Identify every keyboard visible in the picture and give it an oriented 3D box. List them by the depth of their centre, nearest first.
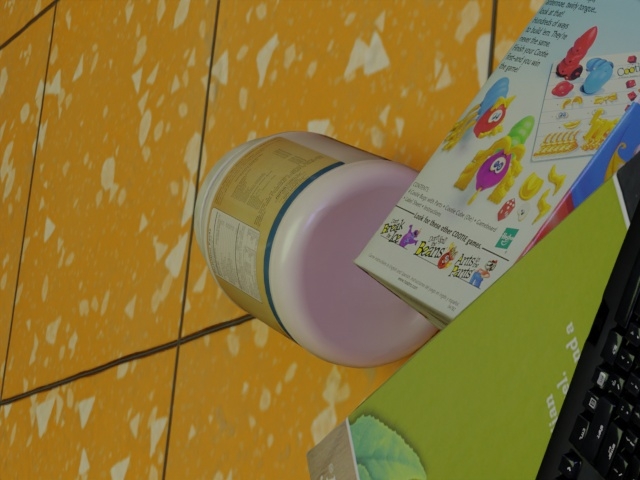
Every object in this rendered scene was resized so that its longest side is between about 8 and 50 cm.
[{"bbox_3d":[0.089,0.041,0.493,0.100,0.038,0.192,43,121,55],"label":"keyboard"}]

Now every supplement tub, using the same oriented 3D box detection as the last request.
[{"bbox_3d":[0.000,0.000,1.338,0.200,0.144,0.144,27,102,64],"label":"supplement tub"}]

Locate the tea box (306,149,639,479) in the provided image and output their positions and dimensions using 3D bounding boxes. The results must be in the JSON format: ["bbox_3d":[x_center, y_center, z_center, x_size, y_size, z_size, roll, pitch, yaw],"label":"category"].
[{"bbox_3d":[0.223,0.105,0.616,0.323,0.329,0.220,-47,45,47],"label":"tea box"}]

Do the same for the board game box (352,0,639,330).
[{"bbox_3d":[0.171,-0.047,0.916,0.275,0.142,0.144,-54,24,-2],"label":"board game box"}]
